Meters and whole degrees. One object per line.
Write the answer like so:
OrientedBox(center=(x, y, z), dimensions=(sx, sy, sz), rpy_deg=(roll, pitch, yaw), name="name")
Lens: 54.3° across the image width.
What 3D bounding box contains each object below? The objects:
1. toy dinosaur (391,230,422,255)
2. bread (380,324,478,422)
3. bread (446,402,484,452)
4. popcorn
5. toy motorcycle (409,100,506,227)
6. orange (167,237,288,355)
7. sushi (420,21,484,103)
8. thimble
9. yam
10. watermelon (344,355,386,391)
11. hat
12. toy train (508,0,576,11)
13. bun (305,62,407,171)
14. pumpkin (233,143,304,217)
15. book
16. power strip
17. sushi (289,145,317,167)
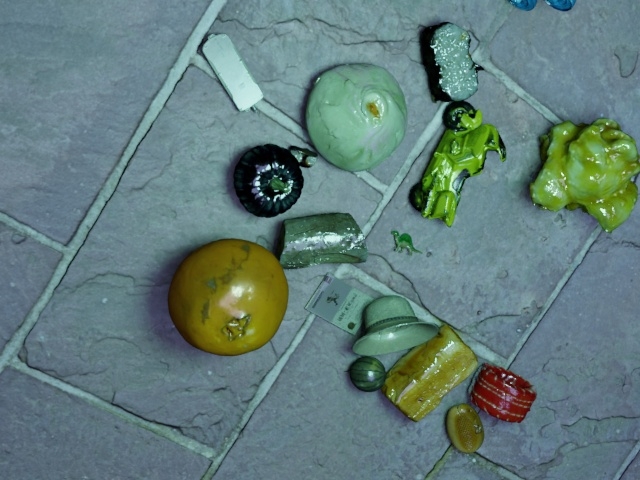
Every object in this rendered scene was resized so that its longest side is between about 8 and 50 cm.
OrientedBox(center=(0.257, 0.011, 1.837), dimensions=(0.119, 0.029, 0.061), rpy_deg=(18, 81, -19), name="toy dinosaur")
OrientedBox(center=(0.325, 0.397, 1.887), dimensions=(0.294, 0.132, 0.167), rpy_deg=(-45, 109, -1), name="bread")
OrientedBox(center=(0.460, 0.593, 1.997), dimensions=(0.114, 0.077, 0.190), rpy_deg=(-15, 108, 11), name="bread")
OrientedBox(center=(0.781, -0.186, 1.774), dimensions=(0.321, 0.326, 0.290), rpy_deg=(11, 137, -34), name="popcorn")
OrientedBox(center=(0.396, -0.208, 1.761), dimensions=(0.206, 0.142, 0.343), rpy_deg=(26, 98, 20), name="toy motorcycle")
OrientedBox(center=(-0.234, 0.142, 1.607), dimensions=(0.311, 0.312, 0.313), rpy_deg=(-3, 104, -13), name="orange")
OrientedBox(center=(0.355, -0.487, 1.696), dimensions=(0.147, 0.115, 0.213), rpy_deg=(-24, 109, -4), name="sushi")
OrientedBox(center=(0.572, 0.478, 1.950), dimensions=(0.189, 0.163, 0.125), rpy_deg=(21, 100, -11), name="thimble")
OrientedBox(center=(0.000, 0.000, 1.711), dimensions=(0.254, 0.154, 0.154), rpy_deg=(-3, 104, -10), name="yam")
OrientedBox(center=(0.130, 0.397, 1.861), dimensions=(0.133, 0.105, 0.105), rpy_deg=(3, 105, 24), name="watermelon")
OrientedBox(center=(0.203, 0.230, 1.804), dimensions=(0.257, 0.257, 0.130), rpy_deg=(-5, 63, -12), name="hat")
OrientedBox(center=(0.557, -0.731, 1.591), dimensions=(0.265, 0.300, 0.188), rpy_deg=(35, 92, -29), name="toy train")
OrientedBox(center=(0.109, -0.322, 1.638), dimensions=(0.292, 0.187, 0.294), rpy_deg=(-4, 106, -14), name="bun")
OrientedBox(center=(-0.137, -0.157, 1.643), dimensions=(0.194, 0.150, 0.194), rpy_deg=(0, 82, -3), name="pumpkin")
OrientedBox(center=(0.060, 0.187, 1.834), dimensions=(0.181, 0.014, 0.127), rpy_deg=(31, 94, -19), name="book")
OrientedBox(center=(-0.223, -0.427, 1.613), dimensions=(0.079, 0.029, 0.227), rpy_deg=(-33, 108, -6), name="power strip")
OrientedBox(center=(-0.052, -0.227, 1.704), dimensions=(0.083, 0.044, 0.046), rpy_deg=(18, 120, -15), name="sushi")
